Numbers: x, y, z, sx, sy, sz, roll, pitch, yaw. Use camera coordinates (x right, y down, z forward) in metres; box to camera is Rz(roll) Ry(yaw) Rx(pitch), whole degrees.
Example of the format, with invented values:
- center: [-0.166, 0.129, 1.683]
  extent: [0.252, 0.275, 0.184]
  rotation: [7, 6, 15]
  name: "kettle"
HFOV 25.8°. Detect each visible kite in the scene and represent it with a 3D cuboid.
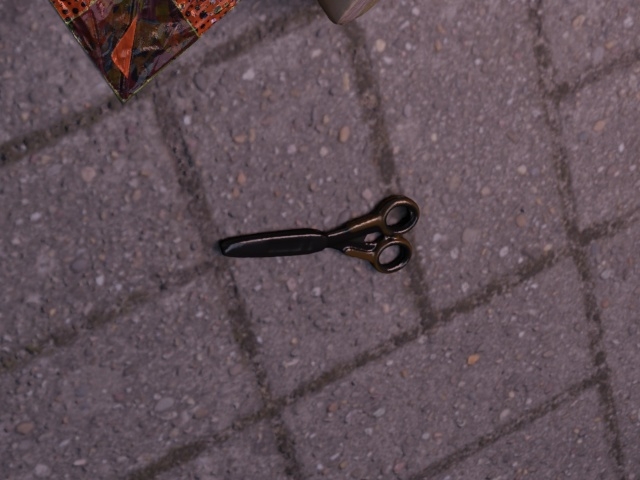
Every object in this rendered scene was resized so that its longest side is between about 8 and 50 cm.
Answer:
- center: [-0.165, -0.179, 1.242]
  extent: [0.222, 0.008, 0.125]
  rotation: [0, 117, -28]
  name: "kite"

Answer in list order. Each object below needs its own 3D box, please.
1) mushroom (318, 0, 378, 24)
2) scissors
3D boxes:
- center: [0.033, -0.306, 1.223]
  extent: [0.162, 0.173, 0.236]
  rotation: [48, 42, -1]
  name: "mushroom"
- center: [0.000, 0.000, 1.417]
  extent: [0.220, 0.017, 0.088]
  rotation: [-5, 120, -26]
  name: "scissors"
